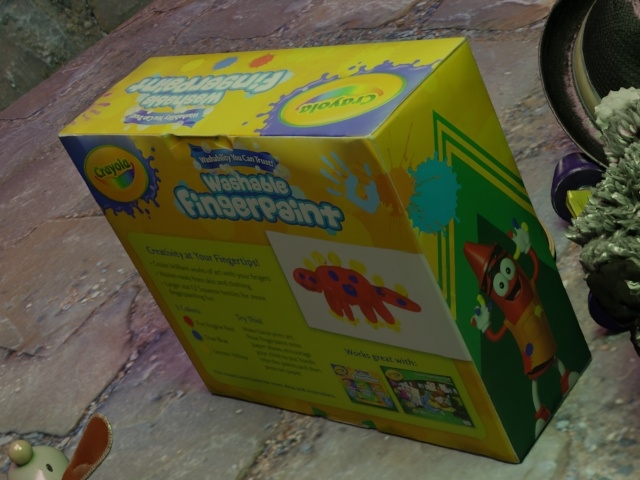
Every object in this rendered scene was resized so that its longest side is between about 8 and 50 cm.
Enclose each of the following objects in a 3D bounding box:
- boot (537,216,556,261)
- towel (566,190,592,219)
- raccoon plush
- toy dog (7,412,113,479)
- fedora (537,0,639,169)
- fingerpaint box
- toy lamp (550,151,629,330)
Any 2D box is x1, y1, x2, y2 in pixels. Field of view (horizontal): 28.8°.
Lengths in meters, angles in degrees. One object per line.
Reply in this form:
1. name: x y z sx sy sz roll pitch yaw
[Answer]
1. boot: 0.198 -0.011 1.349 0.077 0.137 0.198 -15 30 21
2. towel: 0.378 -0.034 1.270 0.237 0.021 0.102 -7 32 -5
3. raccoon plush: 0.369 -0.079 1.046 0.299 0.216 0.446 -42 38 31
4. toy dog: -0.267 0.273 1.238 0.333 0.161 0.220 4 40 44
5. fedora: 0.397 -0.220 1.368 0.334 0.152 0.334 -3 61 6
6. fingerpaint box: 0.000 0.000 1.253 0.445 0.371 0.163 4 41 45
7. toy lamp: 0.297 -0.011 1.333 0.080 0.080 0.275 -20 31 12
